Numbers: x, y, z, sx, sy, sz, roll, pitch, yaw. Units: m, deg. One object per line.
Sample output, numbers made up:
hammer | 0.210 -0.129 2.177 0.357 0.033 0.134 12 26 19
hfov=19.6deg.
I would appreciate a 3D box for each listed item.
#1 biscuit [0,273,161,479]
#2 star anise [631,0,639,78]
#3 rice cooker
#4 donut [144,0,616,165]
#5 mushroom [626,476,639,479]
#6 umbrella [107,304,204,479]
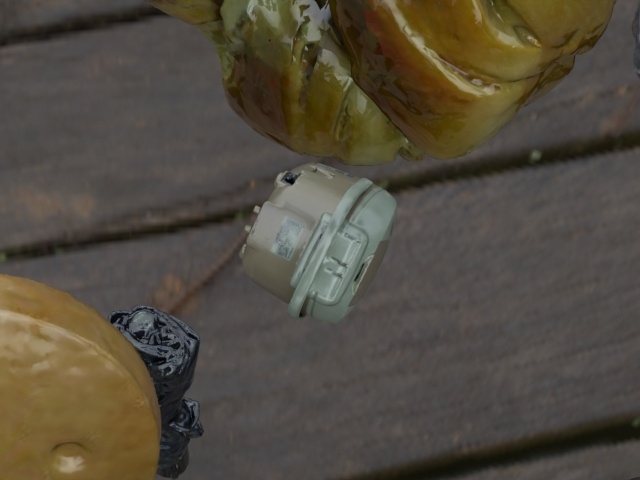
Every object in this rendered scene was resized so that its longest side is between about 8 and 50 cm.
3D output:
biscuit | -0.225 0.163 1.096 0.275 0.355 0.052 21 36 -19
star anise | 0.273 -0.097 1.365 0.061 0.204 0.181 -17 32 15
rice cooker | 0.000 0.000 1.753 0.127 0.206 0.145 27 99 10
donut | 0.012 -0.209 1.009 0.170 0.360 0.360 -32 72 -34
mushroom | 0.206 0.302 1.594 0.162 0.236 0.173 -15 80 36
umbrella | -0.140 0.137 1.530 0.080 0.224 0.071 26 62 16
